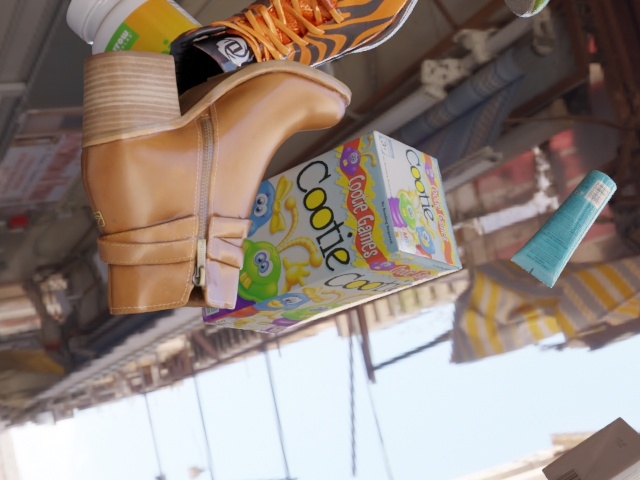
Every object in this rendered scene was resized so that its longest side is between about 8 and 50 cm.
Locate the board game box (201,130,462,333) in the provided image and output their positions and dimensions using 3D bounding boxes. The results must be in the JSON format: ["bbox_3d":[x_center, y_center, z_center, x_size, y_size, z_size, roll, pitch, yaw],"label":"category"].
[{"bbox_3d":[0.000,0.000,1.105,0.275,0.142,0.144,-22,-111,31],"label":"board game box"}]

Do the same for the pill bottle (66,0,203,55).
[{"bbox_3d":[-0.215,-0.246,1.258,0.245,0.136,0.136,41,-39,7],"label":"pill bottle"}]

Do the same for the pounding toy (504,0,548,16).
[{"bbox_3d":[0.290,-0.406,1.254,0.237,0.110,0.183,-111,-174,-60],"label":"pounding toy"}]

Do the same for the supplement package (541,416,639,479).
[{"bbox_3d":[0.543,0.485,1.602,0.293,0.175,0.177,54,3,-6],"label":"supplement package"}]

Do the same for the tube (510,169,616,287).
[{"bbox_3d":[0.406,-0.024,1.552,0.080,0.207,0.052,35,-13,24],"label":"tube"}]

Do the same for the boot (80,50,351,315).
[{"bbox_3d":[-0.079,-0.048,0.847,0.109,0.283,0.220,-7,-92,44],"label":"boot"}]

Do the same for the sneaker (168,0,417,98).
[{"bbox_3d":[-0.035,-0.220,1.007,0.321,0.180,0.124,-31,-85,37],"label":"sneaker"}]
